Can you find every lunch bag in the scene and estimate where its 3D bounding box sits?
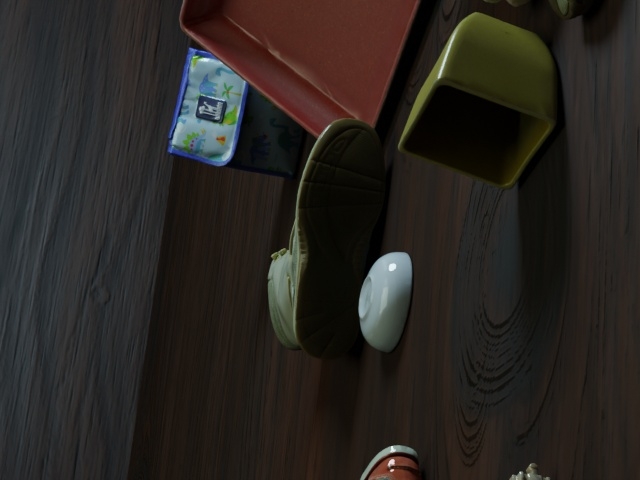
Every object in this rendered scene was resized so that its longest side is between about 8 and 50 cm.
[{"bbox_3d":[-0.094,-0.148,1.782,0.096,0.151,0.129,-139,62,-77],"label":"lunch bag"}]

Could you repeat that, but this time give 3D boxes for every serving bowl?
[{"bbox_3d":[0.049,0.048,1.240,0.083,0.027,0.083,-169,90,-77],"label":"serving bowl"}]

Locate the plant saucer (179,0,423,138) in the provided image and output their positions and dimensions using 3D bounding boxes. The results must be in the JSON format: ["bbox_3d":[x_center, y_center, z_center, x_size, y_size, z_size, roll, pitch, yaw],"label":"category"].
[{"bbox_3d":[-0.005,-0.242,1.401,0.258,0.047,0.259,40,130,26],"label":"plant saucer"}]

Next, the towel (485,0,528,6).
[{"bbox_3d":[0.087,-0.370,1.071,0.317,0.053,0.332,-126,37,-51],"label":"towel"}]

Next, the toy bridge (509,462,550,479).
[{"bbox_3d":[0.119,0.193,0.791,0.188,0.026,0.063,-91,19,-44],"label":"toy bridge"}]

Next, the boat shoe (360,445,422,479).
[{"bbox_3d":[0.038,0.206,1.112,0.043,0.049,0.137,-95,25,-47],"label":"boat shoe"}]

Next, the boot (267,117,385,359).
[{"bbox_3d":[0.000,0.000,1.401,0.165,0.077,0.213,168,109,-79],"label":"boot"}]

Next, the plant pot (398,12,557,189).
[{"bbox_3d":[0.107,-0.098,0.990,0.081,0.081,0.083,118,169,-56],"label":"plant pot"}]

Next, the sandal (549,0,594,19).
[{"bbox_3d":[0.163,-0.225,0.926,0.072,0.049,0.180,-129,36,-82],"label":"sandal"}]
